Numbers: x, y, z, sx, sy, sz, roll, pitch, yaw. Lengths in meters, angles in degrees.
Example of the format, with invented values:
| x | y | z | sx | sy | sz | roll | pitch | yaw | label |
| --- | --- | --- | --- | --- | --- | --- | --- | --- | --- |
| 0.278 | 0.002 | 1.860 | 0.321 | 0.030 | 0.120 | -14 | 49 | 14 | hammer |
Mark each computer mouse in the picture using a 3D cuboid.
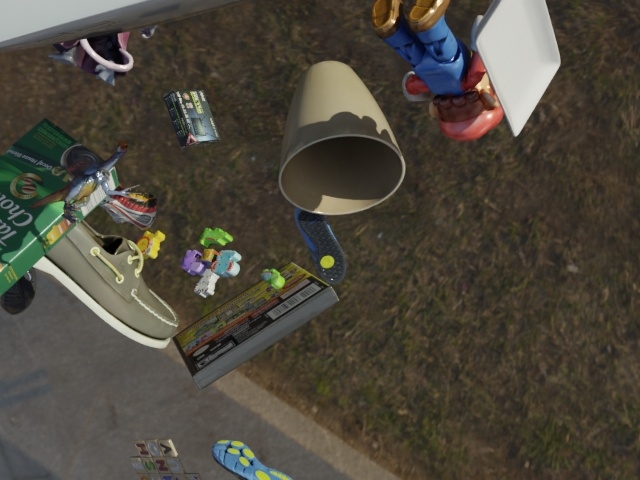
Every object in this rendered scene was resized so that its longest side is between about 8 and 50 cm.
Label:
| x | y | z | sx | sy | sz | roll | pitch | yaw | label |
| --- | --- | --- | --- | --- | --- | --- | --- | --- | --- |
| -0.435 | 0.025 | 1.225 | 0.041 | 0.071 | 0.242 | 24 | 130 | -2 | computer mouse |

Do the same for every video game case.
| x | y | z | sx | sy | sz | roll | pitch | yaw | label |
| --- | --- | --- | --- | --- | --- | --- | --- | --- | --- |
| -0.124 | 0.142 | 1.469 | 0.275 | 0.248 | 0.035 | -33 | 107 | -11 | video game case |

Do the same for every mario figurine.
| x | y | z | sx | sy | sz | roll | pitch | yaw | label |
| --- | --- | --- | --- | --- | --- | --- | --- | --- | --- |
| 0.214 | -0.305 | 1.382 | 0.170 | 0.320 | 0.198 | -44 | 45 | 2 | mario figurine |

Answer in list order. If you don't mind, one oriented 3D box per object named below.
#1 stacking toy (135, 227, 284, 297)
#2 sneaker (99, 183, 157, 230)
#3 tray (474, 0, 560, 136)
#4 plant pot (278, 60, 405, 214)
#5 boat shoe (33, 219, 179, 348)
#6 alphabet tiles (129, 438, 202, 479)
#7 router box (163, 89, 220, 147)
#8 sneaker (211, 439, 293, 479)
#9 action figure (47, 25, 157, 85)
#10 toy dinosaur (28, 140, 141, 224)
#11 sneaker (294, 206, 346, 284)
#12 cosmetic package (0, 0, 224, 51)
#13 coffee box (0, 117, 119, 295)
| x | y | z | sx | sy | sz | roll | pitch | yaw | label |
| --- | --- | --- | --- | --- | --- | --- | --- | --- | --- |
| -0.189 | 0.041 | 1.412 | 0.221 | 0.167 | 0.052 | -2 | 61 | 39 | stacking toy |
| -0.516 | -0.087 | 2.063 | 0.225 | 0.088 | 0.093 | 21 | 123 | 16 | sneaker |
| 0.278 | -0.269 | 1.176 | 0.030 | 0.270 | 0.145 | 27 | 82 | 31 | tray |
| 0.028 | -0.238 | 1.736 | 0.256 | 0.256 | 0.274 | -27 | 52 | 25 | plant pot |
| -0.283 | 0.028 | 1.051 | 0.091 | 0.109 | 0.305 | -46 | 121 | -1 | boat shoe |
| -0.304 | 0.517 | 1.714 | 0.198 | 0.009 | 0.237 | -12 | 105 | 39 | alphabet tiles |
| -0.275 | -0.262 | 1.771 | 0.038 | 0.092 | 0.122 | -22 | 87 | 35 | router box |
| -0.134 | 0.452 | 1.575 | 0.188 | 0.067 | 0.078 | 33 | 126 | 8 | sneaker |
| -0.468 | -0.551 | 1.848 | 0.248 | 0.276 | 0.370 | 30 | 80 | -19 | action figure |
| -0.210 | -0.059 | 0.748 | 0.090 | 0.082 | 0.047 | 16 | 151 | 5 | toy dinosaur |
| 0.000 | 0.000 | 1.851 | 0.069 | 0.082 | 0.209 | -25 | 114 | -1 | sneaker |
| -0.063 | -0.215 | 0.569 | 0.284 | 0.377 | 0.097 | -15 | 105 | 9 | cosmetic package |
| -0.323 | -0.040 | 0.894 | 0.113 | 0.184 | 0.040 | 35 | 153 | 14 | coffee box |
